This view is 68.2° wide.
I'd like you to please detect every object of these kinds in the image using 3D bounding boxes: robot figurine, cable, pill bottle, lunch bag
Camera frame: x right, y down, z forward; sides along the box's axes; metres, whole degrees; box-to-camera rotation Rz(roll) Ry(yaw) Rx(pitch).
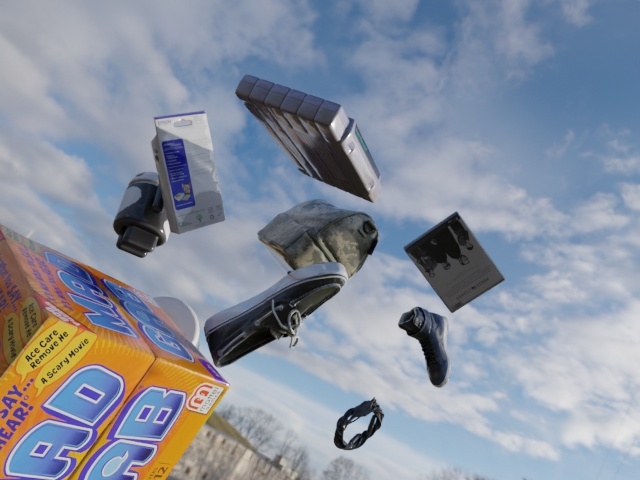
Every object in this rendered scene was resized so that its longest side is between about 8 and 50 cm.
[{"bbox_3d":[-0.557,-0.090,1.511,0.208,0.278,0.174,1,-31,12],"label":"robot figurine"},{"bbox_3d":[0.114,0.568,1.445,0.047,0.184,0.151,30,-35,46],"label":"cable"},{"bbox_3d":[-0.457,0.329,1.380,0.204,0.204,0.361,27,-36,4],"label":"pill bottle"},{"bbox_3d":[0.000,0.000,1.358,0.213,0.256,0.305,53,-11,-25],"label":"lunch bag"}]

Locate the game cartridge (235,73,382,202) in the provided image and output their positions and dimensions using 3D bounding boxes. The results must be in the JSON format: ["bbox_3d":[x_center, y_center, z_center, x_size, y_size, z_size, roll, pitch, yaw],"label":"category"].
[{"bbox_3d":[-0.002,-0.201,0.993,0.230,0.068,0.355,21,-10,24],"label":"game cartridge"}]

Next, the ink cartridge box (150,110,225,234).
[{"bbox_3d":[-0.385,-0.198,1.374,0.065,0.165,0.333,13,-65,47],"label":"ink cartridge box"}]

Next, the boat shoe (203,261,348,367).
[{"bbox_3d":[-0.078,0.147,0.906,0.113,0.306,0.105,68,-2,-53],"label":"boat shoe"}]

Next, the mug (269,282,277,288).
[{"bbox_3d":[-0.183,0.269,2.079,0.097,0.157,0.129,49,-6,31],"label":"mug"}]

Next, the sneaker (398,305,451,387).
[{"bbox_3d":[0.300,0.303,1.385,0.163,0.226,0.086,27,-40,-29],"label":"sneaker"}]

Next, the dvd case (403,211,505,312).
[{"bbox_3d":[0.375,0.064,1.326,0.239,0.179,0.029,52,14,-9],"label":"dvd case"}]

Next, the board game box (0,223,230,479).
[{"bbox_3d":[-0.457,0.253,0.803,0.356,0.357,0.356,29,-9,43],"label":"board game box"}]
